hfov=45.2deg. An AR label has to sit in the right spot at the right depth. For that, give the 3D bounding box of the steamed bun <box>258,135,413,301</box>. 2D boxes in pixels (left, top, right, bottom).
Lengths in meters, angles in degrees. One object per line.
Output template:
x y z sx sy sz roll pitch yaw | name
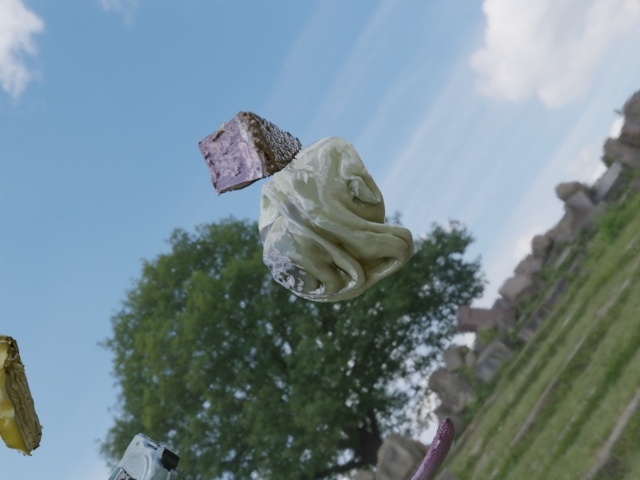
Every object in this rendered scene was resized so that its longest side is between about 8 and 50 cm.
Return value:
0.000 0.000 1.560 0.237 0.346 0.394 -36 -45 -24 | steamed bun

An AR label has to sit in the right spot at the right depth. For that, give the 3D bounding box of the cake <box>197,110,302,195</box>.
-0.111 -0.149 1.290 0.116 0.113 0.295 -23 3 12 | cake

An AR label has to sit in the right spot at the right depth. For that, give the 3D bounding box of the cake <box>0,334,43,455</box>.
-0.467 0.224 1.083 0.080 0.116 0.185 -90 -1 -62 | cake

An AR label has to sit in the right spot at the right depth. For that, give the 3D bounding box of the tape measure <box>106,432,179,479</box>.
-0.354 0.489 1.284 0.164 0.084 0.330 -5 50 57 | tape measure

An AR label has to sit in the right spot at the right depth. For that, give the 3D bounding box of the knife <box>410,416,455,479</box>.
0.183 0.446 1.442 0.123 0.053 0.278 1 -53 -52 | knife
